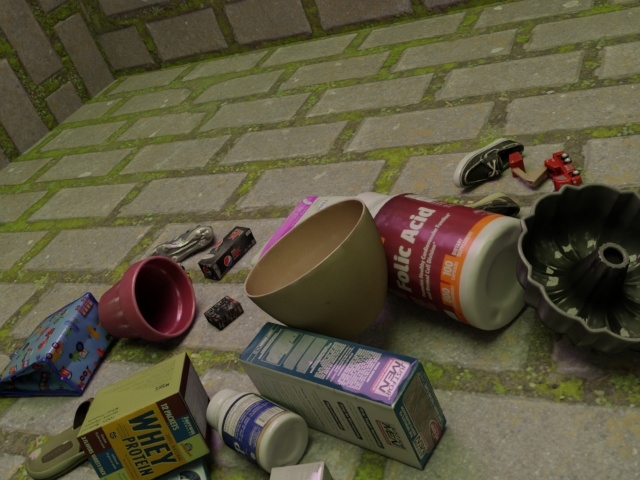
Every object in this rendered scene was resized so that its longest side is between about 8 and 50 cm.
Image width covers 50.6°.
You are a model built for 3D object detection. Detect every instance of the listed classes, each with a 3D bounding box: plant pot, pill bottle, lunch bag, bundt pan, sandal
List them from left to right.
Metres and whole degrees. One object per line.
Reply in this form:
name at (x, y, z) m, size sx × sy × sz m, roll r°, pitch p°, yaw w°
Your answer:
lunch bag at (-0.687, 0.276, 1.696) m, size 0.293 × 0.138 × 0.221 m, roll -15°, pitch 34°, yaw 29°
sandal at (-0.486, 0.389, 1.426) m, size 0.302 × 0.086 × 0.120 m, roll -34°, pitch 34°, yaw -17°
plant pot at (-0.438, 0.158, 1.660) m, size 0.180 × 0.201 × 0.201 m, roll -21°, pitch 29°, yaw 32°
pill bottle at (-0.123, 0.344, 1.252) m, size 0.186 × 0.112 × 0.112 m, roll 14°, pitch 47°, yaw 44°
plant pot at (0.022, 0.079, 1.317) m, size 0.284 × 0.191 × 0.284 m, roll -34°, pitch 18°, yaw 13°
pill bottle at (0.224, 0.023, 1.409) m, size 0.224 × 0.224 × 0.392 m, roll -40°, pitch 36°, yaw -26°
bundt pan at (0.498, 0.059, 1.204) m, size 0.330 × 0.124 × 0.331 m, roll 2°, pitch 55°, yaw -2°

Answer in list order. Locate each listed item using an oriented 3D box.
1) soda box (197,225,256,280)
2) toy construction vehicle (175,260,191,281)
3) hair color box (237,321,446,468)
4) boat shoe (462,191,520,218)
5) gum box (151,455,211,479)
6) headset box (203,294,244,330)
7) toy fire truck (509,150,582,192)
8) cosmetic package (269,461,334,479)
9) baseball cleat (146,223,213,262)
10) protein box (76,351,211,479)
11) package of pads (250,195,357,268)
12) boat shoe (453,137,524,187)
soda box at (-0.253, 0.033, 1.841) m, size 0.060 × 0.053 × 0.169 m, roll 8°, pitch 43°, yaw 39°
toy construction vehicle at (-0.400, 0.105, 1.850) m, size 0.098 × 0.035 × 0.086 m, roll -25°, pitch 43°, yaw 1°
hair color box at (0.034, 0.266, 1.208) m, size 0.347 × 0.174 × 0.105 m, roll 9°, pitch 47°, yaw 39°
boat shoe at (0.360, -0.043, 1.560) m, size 0.223 × 0.080 × 0.073 m, roll -27°, pitch 27°, yaw -16°
gum box at (-0.270, 0.472, 1.217) m, size 0.157 × 0.041 × 0.184 m, roll -26°, pitch 33°, yaw -7°
headset box at (-0.231, 0.172, 1.642) m, size 0.083 × 0.032 × 0.062 m, roll -38°, pitch 36°, yaw -25°
toy fire truck at (0.547, -0.165, 1.655) m, size 0.135 × 0.047 × 0.192 m, roll -16°, pitch 34°, yaw 10°
cosmetic package at (-0.040, 0.470, 1.064) m, size 0.098 × 0.060 × 0.239 m, roll -14°, pitch 33°, yaw 17°
baseball cleat at (-0.403, 0.016, 1.960) m, size 0.205 × 0.072 × 0.109 m, roll -22°, pitch 16°, yaw -4°
protein box at (-0.326, 0.345, 1.300) m, size 0.199 × 0.136 × 0.201 m, roll -24°, pitch 13°, yaw -2°
package of pads at (0.000, 0.000, 1.692) m, size 0.229 × 0.101 × 0.296 m, roll 2°, pitch 40°, yaw 34°
boat shoe at (0.435, -0.201, 1.747) m, size 0.219 × 0.078 × 0.070 m, roll -35°, pitch 33°, yaw -22°
